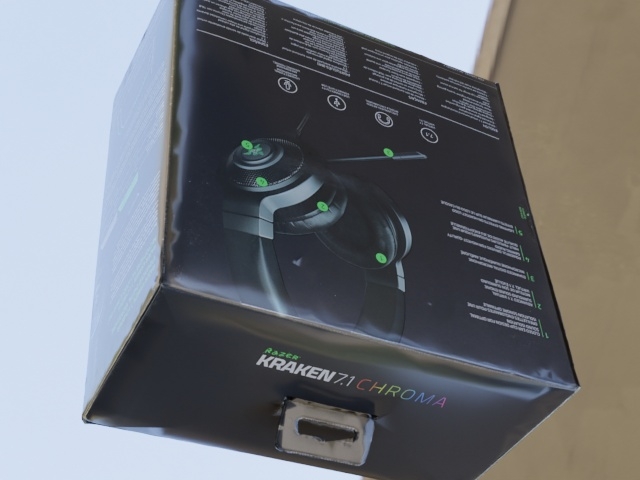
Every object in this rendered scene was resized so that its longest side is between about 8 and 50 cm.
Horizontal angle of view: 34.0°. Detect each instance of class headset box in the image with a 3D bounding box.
[{"bbox_3d":[0.000,0.000,0.639,0.131,0.246,0.283,-54,-150,40],"label":"headset box"}]
